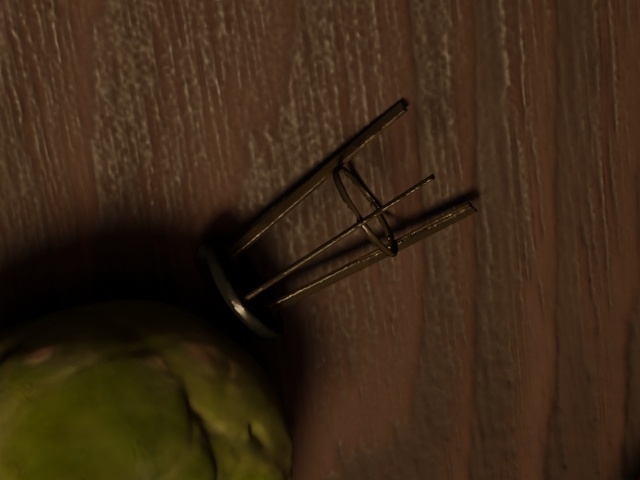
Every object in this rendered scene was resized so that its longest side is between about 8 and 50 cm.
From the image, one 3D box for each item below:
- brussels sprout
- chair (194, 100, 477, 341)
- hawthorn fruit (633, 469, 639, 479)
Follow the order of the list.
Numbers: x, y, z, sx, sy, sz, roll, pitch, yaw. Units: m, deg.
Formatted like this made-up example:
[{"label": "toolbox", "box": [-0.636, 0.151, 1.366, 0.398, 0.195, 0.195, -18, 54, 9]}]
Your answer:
[{"label": "brussels sprout", "box": [-0.153, 0.178, 1.454, 0.316, 0.242, 0.274, 34, 118, -15]}, {"label": "chair", "box": [0.000, 0.000, 1.449, 0.221, 0.095, 0.104, -33, 96, 17]}, {"label": "hawthorn fruit", "box": [0.331, 0.263, 1.463, 0.284, 0.284, 0.284, 1, 113, 3]}]
